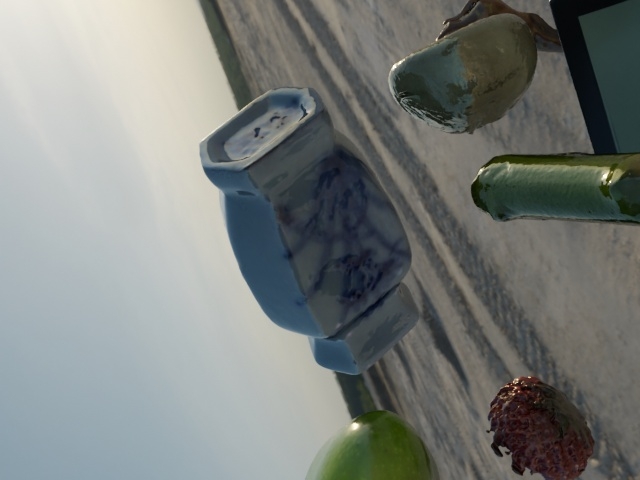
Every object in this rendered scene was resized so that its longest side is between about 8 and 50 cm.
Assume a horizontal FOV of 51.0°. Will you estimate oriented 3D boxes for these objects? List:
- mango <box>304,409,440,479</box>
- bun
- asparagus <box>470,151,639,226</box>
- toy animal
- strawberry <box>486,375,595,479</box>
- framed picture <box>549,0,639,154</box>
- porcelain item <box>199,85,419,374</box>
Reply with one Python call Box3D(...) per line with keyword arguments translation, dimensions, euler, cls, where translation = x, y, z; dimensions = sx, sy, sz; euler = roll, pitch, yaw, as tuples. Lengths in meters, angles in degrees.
Box3D(translation=(0.049, 0.250, 0.646), dimensions=(0.293, 0.143, 0.175), euler=(86, -159, -62), cls="mango")
Box3D(translation=(0.170, -0.182, 0.780), dimensions=(0.173, 0.167, 0.113), euler=(-46, -66, -82), cls="bun")
Box3D(translation=(0.214, -0.040, 0.522), dimensions=(0.278, 0.067, 0.060), euler=(-161, 58, -71), cls="asparagus")
Box3D(translation=(0.320, -0.302, 1.039), dimensions=(0.224, 0.230, 0.066), euler=(48, -158, -7), cls="toy animal")
Box3D(translation=(0.280, 0.236, 0.846), dimensions=(0.145, 0.086, 0.145), euler=(34, -151, -21), cls="strawberry")
Box3D(translation=(0.452, -0.206, 0.769), dimensions=(0.347, 0.016, 0.264), euler=(-5, 114, 52), cls="framed picture")
Box3D(translation=(0.000, 0.000, 0.931), dimensions=(0.178, 0.243, 0.405), euler=(36, 160, 46), cls="porcelain item")
